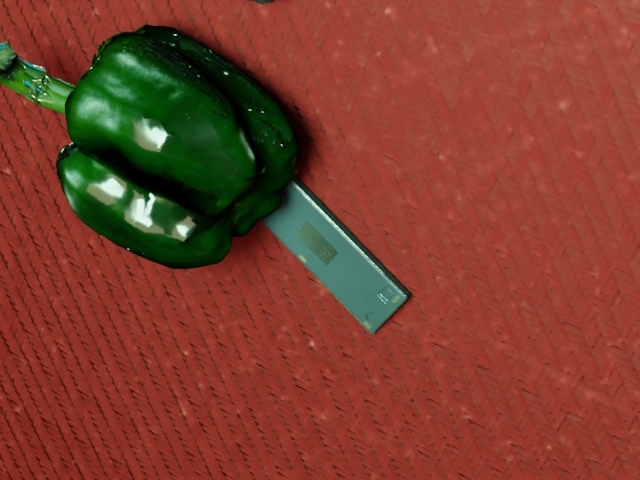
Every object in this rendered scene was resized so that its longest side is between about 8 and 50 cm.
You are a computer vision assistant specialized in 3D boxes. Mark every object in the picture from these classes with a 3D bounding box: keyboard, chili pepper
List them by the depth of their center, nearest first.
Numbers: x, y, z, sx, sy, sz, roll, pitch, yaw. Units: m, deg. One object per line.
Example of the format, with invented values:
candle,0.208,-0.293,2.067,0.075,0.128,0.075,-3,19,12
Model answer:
chili pepper,-0.149,-0.098,1.364,0.261,0.165,0.174,34,142,20
keyboard,-0.001,0.000,1.407,0.176,0.014,0.055,46,123,6

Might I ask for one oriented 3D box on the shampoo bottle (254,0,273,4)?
shampoo bottle,-0.080,-0.284,1.202,0.098,0.071,0.309,25,161,14
